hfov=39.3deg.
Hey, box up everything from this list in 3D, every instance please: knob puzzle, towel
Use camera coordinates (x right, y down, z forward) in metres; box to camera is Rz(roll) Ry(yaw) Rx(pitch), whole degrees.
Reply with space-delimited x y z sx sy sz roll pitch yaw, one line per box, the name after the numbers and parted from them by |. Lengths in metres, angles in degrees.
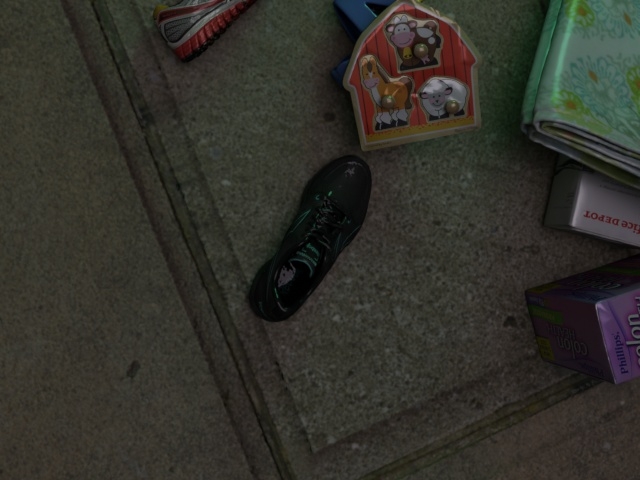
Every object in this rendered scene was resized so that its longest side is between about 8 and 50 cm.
0.124 -0.227 1.204 0.213 0.030 0.213 -1 107 -4 | knob puzzle
0.464 -0.241 1.269 0.320 0.090 0.374 24 65 -9 | towel

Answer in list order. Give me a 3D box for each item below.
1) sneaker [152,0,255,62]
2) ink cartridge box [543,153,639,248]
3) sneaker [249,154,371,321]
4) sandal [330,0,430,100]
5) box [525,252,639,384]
-0.133 -0.349 1.219 0.225 0.088 0.093 -45 98 -8 | sneaker
0.443 -0.106 1.348 0.160 0.092 0.219 14 88 -13 | ink cartridge box
0.000 0.000 1.248 0.101 0.106 0.267 30 83 -10 | sneaker
0.082 -0.332 1.253 0.138 0.126 0.317 -1 90 -8 | sandal
0.461 0.100 1.295 0.243 0.213 0.117 -17 95 -11 | box
